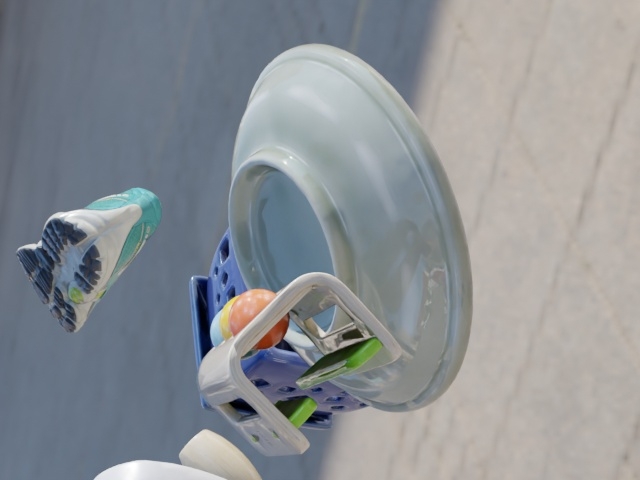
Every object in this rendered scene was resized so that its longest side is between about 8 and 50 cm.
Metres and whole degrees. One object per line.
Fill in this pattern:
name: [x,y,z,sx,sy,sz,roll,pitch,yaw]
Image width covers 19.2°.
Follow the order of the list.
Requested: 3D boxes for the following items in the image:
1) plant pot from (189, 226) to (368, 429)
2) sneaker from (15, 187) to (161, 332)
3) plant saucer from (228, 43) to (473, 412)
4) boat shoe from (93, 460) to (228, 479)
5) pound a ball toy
plant pot: [-0.042,0.116,2.487,0.212,0.236,0.236,-42,45,43]
sneaker: [-0.234,0.018,1.951,0.107,0.110,0.275,56,152,-1]
plant saucer: [0.000,0.000,1.966,0.400,0.100,0.400,35,134,46]
boat shoe: [-0.041,0.256,1.163,0.108,0.301,0.102,-21,35,25]
pound a ball toy: [-0.061,0.129,1.676,0.208,0.136,0.319,-44,1,-11]
